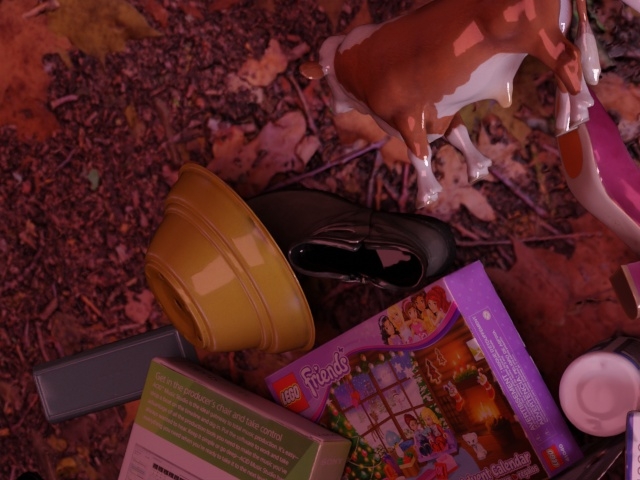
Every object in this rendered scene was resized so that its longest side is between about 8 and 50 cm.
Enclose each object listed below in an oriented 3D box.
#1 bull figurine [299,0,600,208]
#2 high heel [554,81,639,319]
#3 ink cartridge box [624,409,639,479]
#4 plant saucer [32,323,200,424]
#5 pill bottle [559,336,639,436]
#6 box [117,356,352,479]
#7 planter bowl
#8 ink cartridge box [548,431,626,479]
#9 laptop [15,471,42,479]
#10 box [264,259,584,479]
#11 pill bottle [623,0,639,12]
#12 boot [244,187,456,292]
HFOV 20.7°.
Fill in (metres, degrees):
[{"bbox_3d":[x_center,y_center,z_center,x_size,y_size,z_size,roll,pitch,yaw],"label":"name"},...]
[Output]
[{"bbox_3d":[0.121,-0.149,1.606,0.310,0.101,0.188,-28,87,41],"label":"bull figurine"},{"bbox_3d":[0.301,-0.051,1.617,0.117,0.082,0.244,-16,72,-14],"label":"high heel"},{"bbox_3d":[0.422,0.306,1.468,0.330,0.071,0.324,2,90,20],"label":"ink cartridge box"},{"bbox_3d":[-0.217,0.141,1.843,0.192,0.018,0.067,-17,90,20],"label":"plant saucer"},{"bbox_3d":[0.269,0.130,1.599,0.078,0.137,0.078,2,96,21],"label":"pill bottle"},{"bbox_3d":[-0.113,0.304,1.741,0.232,0.058,0.322,23,102,35],"label":"box"},{"bbox_3d":[-0.106,0.040,1.680,0.090,0.217,0.217,-35,82,-18],"label":"planter bowl"},{"bbox_3d":[0.185,0.292,1.556,0.272,0.309,0.130,-31,85,21],"label":"ink cartridge box"},{"bbox_3d":[-0.335,0.543,1.931,0.382,0.236,0.408,46,137,10],"label":"laptop"},{"bbox_3d":[0.088,0.164,1.647,0.293,0.057,0.201,-33,83,47],"label":"box"},{"bbox_3d":[0.358,-0.318,1.504,0.161,0.161,0.283,37,107,13],"label":"pill bottle"},{"bbox_3d":[0.000,0.000,1.670,0.246,0.161,0.083,5,97,19],"label":"boot"}]
